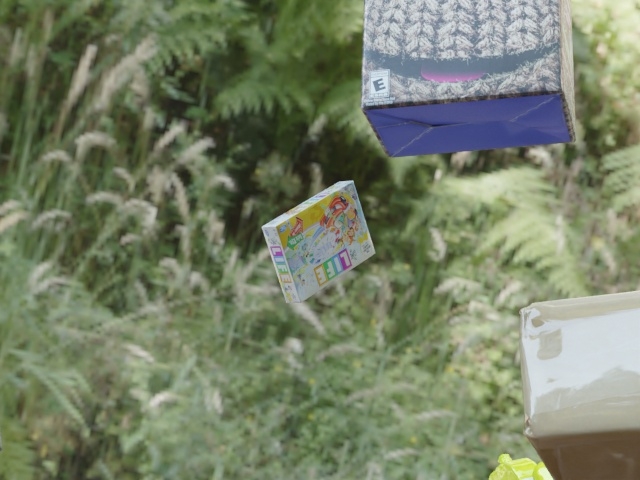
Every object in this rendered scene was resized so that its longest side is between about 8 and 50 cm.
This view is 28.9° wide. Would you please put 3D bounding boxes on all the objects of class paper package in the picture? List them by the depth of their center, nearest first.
[{"bbox_3d":[0.405,0.187,1.295,0.325,0.168,0.309,-9,-38,22],"label":"paper package"}]

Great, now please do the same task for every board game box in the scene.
[{"bbox_3d":[0.178,-0.265,1.485,0.232,0.290,0.141,-4,-21,15],"label":"board game box"},{"bbox_3d":[0.000,0.000,1.562,0.026,0.103,0.154,-2,22,44],"label":"board game box"}]

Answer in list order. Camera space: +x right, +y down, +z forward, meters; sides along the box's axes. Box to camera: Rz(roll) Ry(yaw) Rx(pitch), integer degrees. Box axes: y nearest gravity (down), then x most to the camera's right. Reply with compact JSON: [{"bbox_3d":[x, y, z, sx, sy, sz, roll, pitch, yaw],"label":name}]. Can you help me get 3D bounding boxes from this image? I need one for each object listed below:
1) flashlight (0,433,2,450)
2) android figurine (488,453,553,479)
[{"bbox_3d":[-0.465,0.382,1.690,0.103,0.304,0.103,3,-25,-27],"label":"flashlight"},{"bbox_3d":[0.325,0.441,1.868,0.056,0.248,0.273,-7,35,-19],"label":"android figurine"}]
